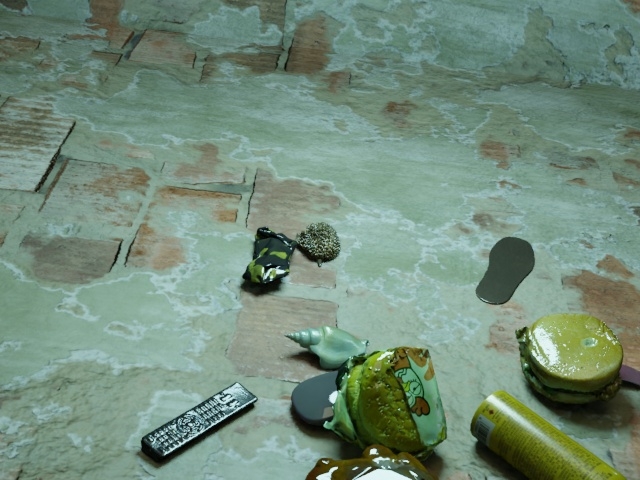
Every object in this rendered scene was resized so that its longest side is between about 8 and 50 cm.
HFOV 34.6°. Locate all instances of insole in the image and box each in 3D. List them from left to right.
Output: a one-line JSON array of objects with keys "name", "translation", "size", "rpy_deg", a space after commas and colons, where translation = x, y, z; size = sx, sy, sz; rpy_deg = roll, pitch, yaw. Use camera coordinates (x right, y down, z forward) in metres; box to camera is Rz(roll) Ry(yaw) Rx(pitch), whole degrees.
[{"name": "insole", "translation": [0.442, 0.068, 2.442], "size": [0.111, 0.007, 0.328], "rpy_deg": [17, 32, 17]}]

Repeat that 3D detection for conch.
[{"name": "conch", "translation": [0.014, 0.208, 2.062], "size": [0.180, 0.065, 0.088], "rpy_deg": [8, 29, -10]}]

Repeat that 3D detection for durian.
[{"name": "durian", "translation": [-0.002, -0.001, 2.402], "size": [0.110, 0.071, 0.140], "rpy_deg": [2, 36, -8]}]

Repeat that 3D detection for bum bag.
[{"name": "bum bag", "translation": [-0.113, 0.038, 2.318], "size": [0.106, 0.060, 0.232], "rpy_deg": [0, 28, 4]}]

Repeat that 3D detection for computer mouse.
[{"name": "computer mouse", "translation": [0.060, 0.293, 1.939], "size": [0.232, 0.057, 0.120], "rpy_deg": [-5, 34, -19]}]

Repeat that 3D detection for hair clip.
[{"name": "hair clip", "translation": [0.608, 0.276, 2.120], "size": [0.137, 0.022, 0.054], "rpy_deg": [9, 34, 2]}]

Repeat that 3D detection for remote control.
[{"name": "remote control", "translation": [-0.216, 0.326, 1.856], "size": [0.063, 0.025, 0.245], "rpy_deg": [30, 37, 31]}]

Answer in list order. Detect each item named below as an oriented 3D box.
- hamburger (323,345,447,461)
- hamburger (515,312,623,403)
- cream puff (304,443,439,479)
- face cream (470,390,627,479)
[{"name": "hamburger", "translation": [0.115, 0.295, 1.829], "size": [0.235, 0.125, 0.214], "rpy_deg": [4, 62, -31]}, {"name": "hamburger", "translation": [0.500, 0.247, 2.052], "size": [0.189, 0.122, 0.215], "rpy_deg": [-13, 40, -19]}, {"name": "cream puff", "translation": [0.100, 0.428, 1.631], "size": [0.241, 0.155, 0.269], "rpy_deg": [-16, 36, -35]}, {"name": "face cream", "translation": [0.424, 0.398, 1.799], "size": [0.105, 0.105, 0.348], "rpy_deg": [-20, 40, -37]}]
